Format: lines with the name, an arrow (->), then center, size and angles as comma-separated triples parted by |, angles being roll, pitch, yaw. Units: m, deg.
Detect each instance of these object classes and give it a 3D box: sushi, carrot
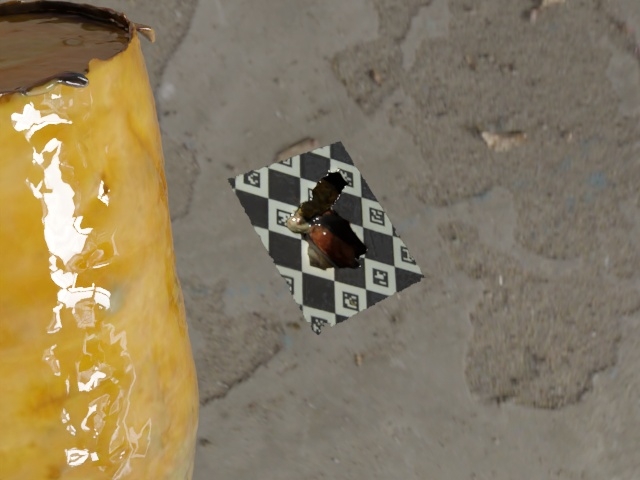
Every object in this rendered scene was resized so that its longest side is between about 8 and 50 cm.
sushi -> 0.000, 0.000, 0.904 | 0.120, 0.026, 0.126 | -22, 77, -42
carrot -> -0.182, 0.054, 0.693 | 0.224, 0.224, 0.340 | 3, 116, 10
